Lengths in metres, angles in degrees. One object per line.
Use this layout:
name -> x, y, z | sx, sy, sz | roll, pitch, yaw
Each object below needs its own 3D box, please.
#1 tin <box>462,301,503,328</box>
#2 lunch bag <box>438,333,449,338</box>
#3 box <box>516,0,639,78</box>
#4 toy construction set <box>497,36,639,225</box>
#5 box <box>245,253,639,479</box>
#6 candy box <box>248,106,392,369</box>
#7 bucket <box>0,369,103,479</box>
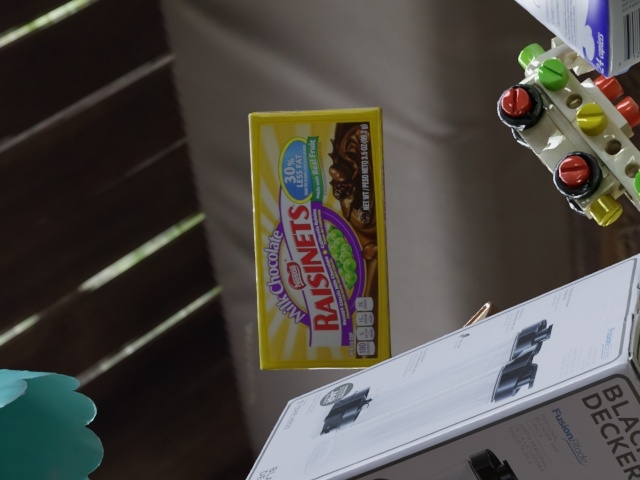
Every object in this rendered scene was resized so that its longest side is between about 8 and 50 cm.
tin -> 0.150, 0.131, 1.692 | 0.040, 0.106, 0.189 | 28, 153, -2
lunch bag -> 0.149, 0.158, 1.864 | 0.065, 0.067, 0.098 | 27, 151, -19
box -> 0.200, -0.193, 1.061 | 0.137, 0.126, 0.072 | 49, 161, 41
toy construction set -> 0.315, -0.134, 1.642 | 0.151, 0.215, 0.327 | 45, -171, -46
box -> 0.098, 0.126, 1.049 | 0.290, 0.169, 0.087 | -26, 104, 22
candy box -> 0.000, 0.000, 1.264 | 0.105, 0.027, 0.205 | -2, 97, 10
bucket -> -0.363, 0.253, 1.641 | 0.183, 0.281, 0.281 | 5, 129, 17
